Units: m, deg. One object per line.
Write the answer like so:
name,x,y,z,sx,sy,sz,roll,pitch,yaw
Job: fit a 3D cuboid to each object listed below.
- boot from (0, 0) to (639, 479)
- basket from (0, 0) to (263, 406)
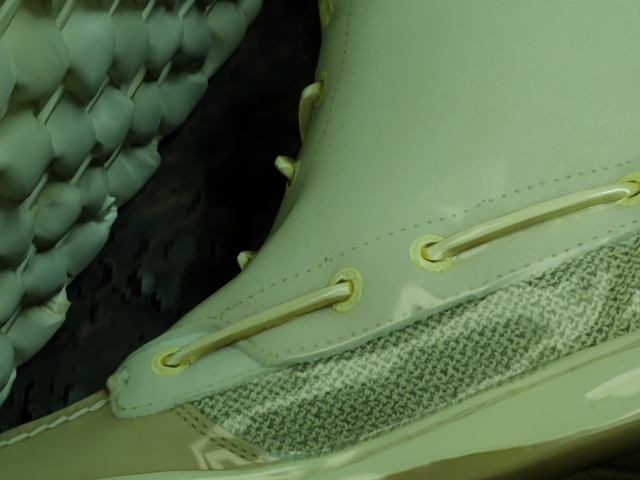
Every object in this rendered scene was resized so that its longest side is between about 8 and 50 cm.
boot,0.000,0.000,0.480,0.262,0.095,0.203,-18,52,18
basket,-0.192,-0.075,0.457,0.266,0.331,0.328,28,75,6
